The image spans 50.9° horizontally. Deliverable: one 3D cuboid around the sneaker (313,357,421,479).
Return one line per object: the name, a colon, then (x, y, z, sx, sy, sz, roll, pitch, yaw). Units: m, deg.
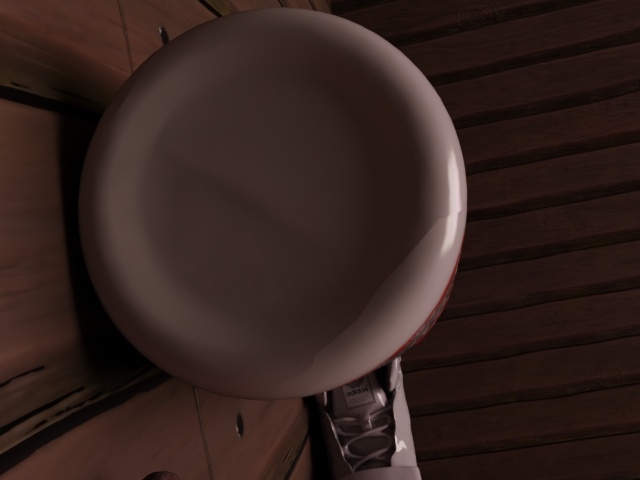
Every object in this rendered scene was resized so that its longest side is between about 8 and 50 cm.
sneaker: (0.052, 0.253, 0.806, 0.366, 0.137, 0.210, -91, 167, -71)

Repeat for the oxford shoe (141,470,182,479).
oxford shoe: (-0.039, 0.236, 0.372, 0.098, 0.096, 0.271, -98, 173, -57)

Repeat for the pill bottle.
pill bottle: (0.000, 0.000, 0.509, 0.363, 0.210, 0.210, 36, 44, -77)
